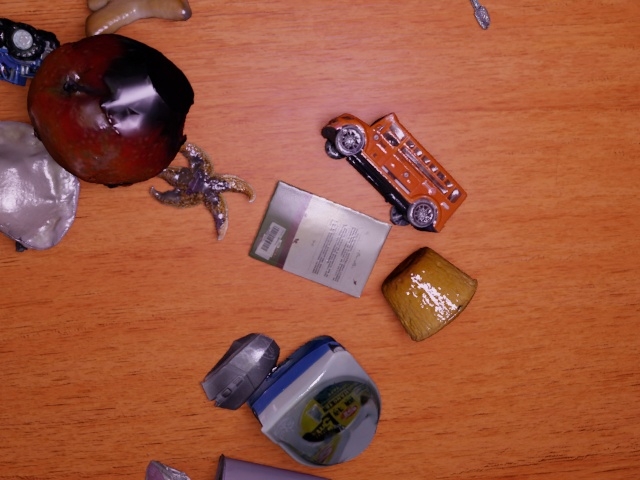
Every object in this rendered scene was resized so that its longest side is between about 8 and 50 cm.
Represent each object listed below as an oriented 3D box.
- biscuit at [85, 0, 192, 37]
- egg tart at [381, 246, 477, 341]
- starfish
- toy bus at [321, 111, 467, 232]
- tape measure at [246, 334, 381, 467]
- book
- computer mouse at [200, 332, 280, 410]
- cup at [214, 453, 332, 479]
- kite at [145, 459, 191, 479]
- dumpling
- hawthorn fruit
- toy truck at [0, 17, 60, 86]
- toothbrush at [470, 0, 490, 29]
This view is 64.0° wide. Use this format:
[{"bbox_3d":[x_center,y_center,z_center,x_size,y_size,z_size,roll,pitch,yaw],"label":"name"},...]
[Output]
[{"bbox_3d":[-0.368,-0.476,1.028,0.208,0.164,0.047,-15,145,-2],"label":"biscuit"},{"bbox_3d":[0.236,0.111,1.157,0.203,0.202,0.147,-43,92,5],"label":"egg tart"},{"bbox_3d":[-0.260,-0.112,1.145,0.239,0.071,0.215,1,107,6],"label":"starfish"},{"bbox_3d":[0.156,-0.164,1.123,0.329,0.143,0.153,43,86,-9],"label":"toy bus"},{"bbox_3d":[0.006,0.391,1.192,0.259,0.138,0.262,-41,109,-7],"label":"tape measure"},{"bbox_3d":[0.000,0.000,1.199,0.290,0.026,0.201,22,99,-8],"label":"book"},{"bbox_3d":[-0.190,0.320,1.228,0.126,0.071,0.231,42,97,-10],"label":"computer mouse"},{"bbox_3d":[-0.117,0.641,1.249,0.289,0.203,0.202,11,100,-12],"label":"cup"},{"bbox_3d":[-0.391,0.732,1.283,0.204,0.022,0.360,21,102,23],"label":"kite"},{"bbox_3d":[-0.643,-0.116,1.089,0.293,0.163,0.204,47,61,-10],"label":"dumpling"},{"bbox_3d":[-0.393,-0.249,0.995,0.317,0.316,0.315,-1,101,-3],"label":"hawthorn fruit"},{"bbox_3d":[-0.653,-0.390,1.039,0.208,0.113,0.126,16,101,-5],"label":"toy truck"},{"bbox_3d":[0.296,-0.591,1.103,0.026,0.028,0.294,-30,96,1],"label":"toothbrush"}]
